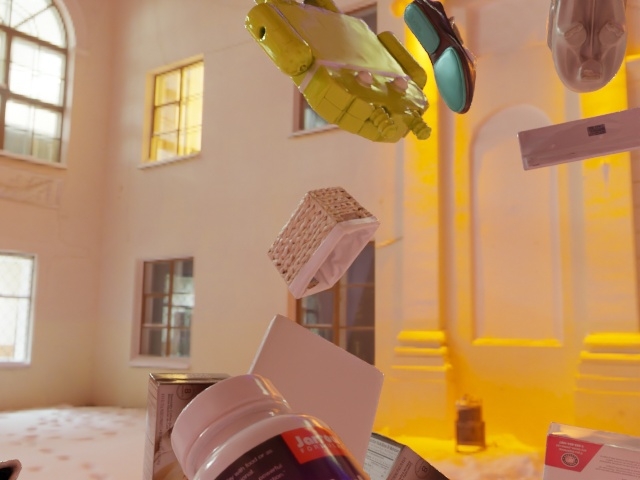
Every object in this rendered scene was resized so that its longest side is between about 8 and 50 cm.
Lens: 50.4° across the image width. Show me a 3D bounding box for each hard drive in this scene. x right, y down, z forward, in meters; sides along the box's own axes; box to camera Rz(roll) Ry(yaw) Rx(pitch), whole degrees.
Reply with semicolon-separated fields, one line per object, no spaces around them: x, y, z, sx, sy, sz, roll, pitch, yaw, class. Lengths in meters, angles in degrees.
-0.027;0.265;0.970;0.203;0.307;0.040;30;-51;-6;hard drive

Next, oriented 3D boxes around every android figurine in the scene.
0.030;-0.213;0.809;0.248;0.273;0.056;-3;-40;-43;android figurine

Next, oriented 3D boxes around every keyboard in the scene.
0.470;-0.177;1.151;0.256;0.072;0.014;-10;-18;18;keyboard

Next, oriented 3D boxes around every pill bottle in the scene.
-0.014;0.172;0.399;0.108;0.108;0.193;8;27;-43;pill bottle

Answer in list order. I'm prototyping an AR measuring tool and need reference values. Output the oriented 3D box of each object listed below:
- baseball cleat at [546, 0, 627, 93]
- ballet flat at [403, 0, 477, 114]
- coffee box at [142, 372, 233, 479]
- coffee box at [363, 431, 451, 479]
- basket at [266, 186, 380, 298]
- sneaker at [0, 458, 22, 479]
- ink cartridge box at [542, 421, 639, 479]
0.202;-0.219;0.514;0.072;0.206;0.109;7;19;5;baseball cleat
0.196;-0.282;1.023;0.074;0.203;0.074;-21;-18;-7;ballet flat
-0.215;0.349;1.122;0.141;0.247;0.098;5;-2;-23;coffee box
0.097;0.507;1.164;0.168;0.297;0.119;42;-21;-19;coffee box
0.000;0.000;1.148;0.113;0.103;0.167;-13;-35;-51;basket
-0.475;0.341;0.915;0.075;0.057;0.161;-38;-7;24;sneaker
0.472;0.455;1.171;0.172;0.237;0.100;5;1;22;ink cartridge box
